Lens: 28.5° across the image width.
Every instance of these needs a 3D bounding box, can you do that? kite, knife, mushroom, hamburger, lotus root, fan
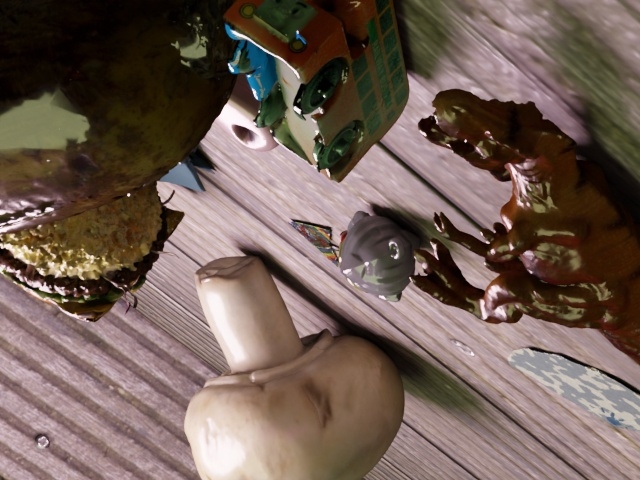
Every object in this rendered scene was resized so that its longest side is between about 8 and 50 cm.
[{"bbox_3d":[0.000,0.000,1.392,0.090,0.004,0.122,29,165,20],"label":"kite"},{"bbox_3d":[-0.146,-0.194,1.022,0.336,0.043,0.081,43,155,-21],"label":"knife"},{"bbox_3d":[-0.051,0.176,1.669,0.314,0.314,0.336,2,115,65],"label":"mushroom"},{"bbox_3d":[-0.288,-0.030,1.500,0.261,0.243,0.139,29,143,2],"label":"hamburger"},{"bbox_3d":[-0.217,-0.117,0.966,0.397,0.196,0.179,-13,142,30],"label":"lotus root"},{"bbox_3d":[0.279,0.155,1.251,0.240,0.009,0.131,24,162,39],"label":"fan"}]

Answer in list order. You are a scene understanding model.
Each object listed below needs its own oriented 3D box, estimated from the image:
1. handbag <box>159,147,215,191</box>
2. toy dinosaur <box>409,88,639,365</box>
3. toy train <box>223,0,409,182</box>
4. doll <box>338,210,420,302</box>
[{"bbox_3d":[-0.210,-0.133,1.352,0.144,0.057,0.221,18,159,29],"label":"handbag"},{"bbox_3d":[0.184,0.028,0.888,0.432,0.097,0.208,38,157,-30],"label":"toy dinosaur"},{"bbox_3d":[0.001,-0.113,0.824,0.072,0.099,0.188,33,167,20],"label":"toy train"},{"bbox_3d":[0.050,0.016,1.208,0.180,0.079,0.094,164,85,-79],"label":"doll"}]
